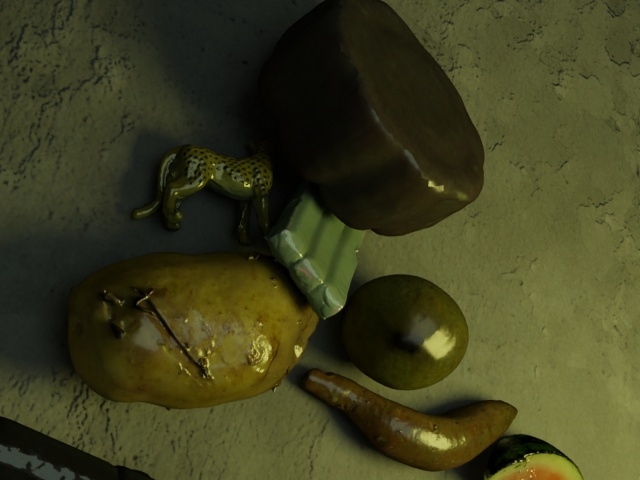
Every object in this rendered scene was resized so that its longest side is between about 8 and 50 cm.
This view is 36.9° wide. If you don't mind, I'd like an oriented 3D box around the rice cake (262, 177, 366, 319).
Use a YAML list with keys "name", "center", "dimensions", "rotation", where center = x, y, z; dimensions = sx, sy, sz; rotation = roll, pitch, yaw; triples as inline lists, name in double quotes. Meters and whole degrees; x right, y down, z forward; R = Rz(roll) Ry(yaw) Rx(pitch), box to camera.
- name: "rice cake"
  center: [0.000, 0.000, 1.141]
  dimensions: [0.127, 0.043, 0.237]
  rotation: [53, 22, -11]

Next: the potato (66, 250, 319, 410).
- name: "potato"
  center: [-0.125, 0.097, 1.048]
  dimensions: [0.300, 0.140, 0.173]
  rotation: [0, 66, -39]

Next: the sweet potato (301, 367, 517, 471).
- name: "sweet potato"
  center: [0.126, 0.240, 1.229]
  dimensions: [0.346, 0.079, 0.108]
  rotation: [16, 41, -29]

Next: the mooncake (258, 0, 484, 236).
- name: "mooncake"
  center: [0.066, -0.151, 1.185]
  dimensions: [0.306, 0.154, 0.306]
  rotation: [34, 41, -35]

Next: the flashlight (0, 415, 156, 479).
- name: "flashlight"
  center: [-0.233, 0.257, 0.972]
  dimensions: [0.424, 0.103, 0.103]
  rotation: [31, 64, -22]

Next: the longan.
- name: "longan"
  center: [0.105, 0.110, 1.201]
  dimensions: [0.155, 0.145, 0.176]
  rotation: [46, 15, -3]

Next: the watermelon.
- name: "watermelon"
  center: [0.299, 0.339, 1.317]
  dimensions: [0.245, 0.063, 0.119]
  rotation: [44, 73, -38]

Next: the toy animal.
- name: "toy animal"
  center: [-0.128, -0.072, 1.136]
  dimensions: [0.181, 0.073, 0.136]
  rotation: [9, 70, -23]
